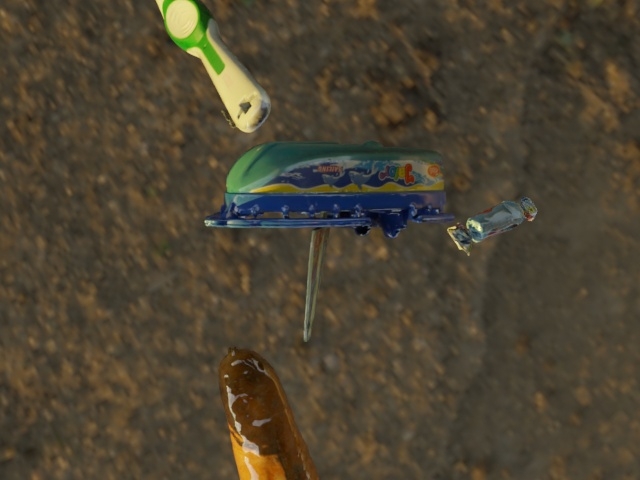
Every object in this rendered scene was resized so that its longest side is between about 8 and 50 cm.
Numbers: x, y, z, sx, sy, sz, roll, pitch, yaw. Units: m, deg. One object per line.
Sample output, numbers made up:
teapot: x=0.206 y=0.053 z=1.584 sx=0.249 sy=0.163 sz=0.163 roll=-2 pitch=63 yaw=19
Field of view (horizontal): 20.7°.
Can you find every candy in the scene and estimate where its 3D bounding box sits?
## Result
candy: x=0.136 y=-0.012 z=1.368 sx=0.083 sy=0.030 sz=0.020 roll=-20 pitch=165 yaw=-29

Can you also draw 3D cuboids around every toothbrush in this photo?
toothbrush: x=-0.107 y=-0.176 z=1.451 sx=0.040 sy=0.418 sz=0.042 roll=34 pitch=101 yaw=-27

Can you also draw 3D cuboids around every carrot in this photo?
carrot: x=-0.020 y=0.148 z=1.018 sx=0.061 sy=0.061 sz=0.209 roll=-24 pitch=118 yaw=-11

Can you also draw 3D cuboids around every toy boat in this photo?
toy boat: x=0.000 y=0.000 z=0.946 sx=0.175 sy=0.091 sz=0.110 roll=-2 pitch=95 yaw=-51
